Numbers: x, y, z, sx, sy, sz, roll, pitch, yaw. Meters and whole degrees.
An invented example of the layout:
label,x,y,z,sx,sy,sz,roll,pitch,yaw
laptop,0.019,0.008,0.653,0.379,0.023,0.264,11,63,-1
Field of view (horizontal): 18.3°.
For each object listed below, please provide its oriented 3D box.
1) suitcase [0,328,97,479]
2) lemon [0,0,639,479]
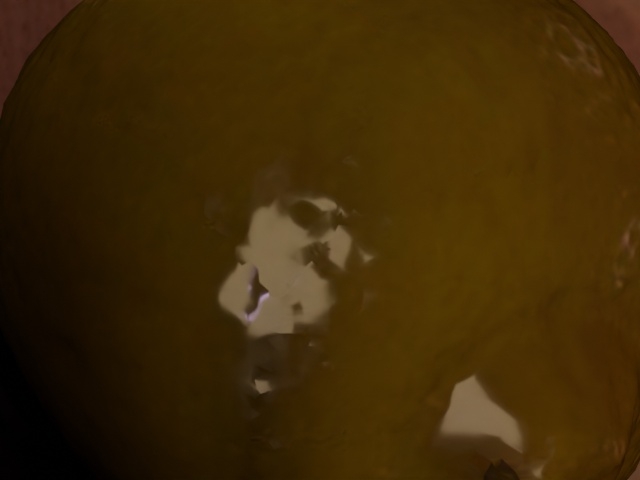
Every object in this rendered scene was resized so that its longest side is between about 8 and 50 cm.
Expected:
label,x,y,z,sx,sy,sz,roll,pitch,yaw
suitcase,-0.179,0.039,0.544,0.188,0.339,0.345,-40,32,0
lemon,0.000,0.000,0.554,0.248,0.184,0.184,31,114,43
